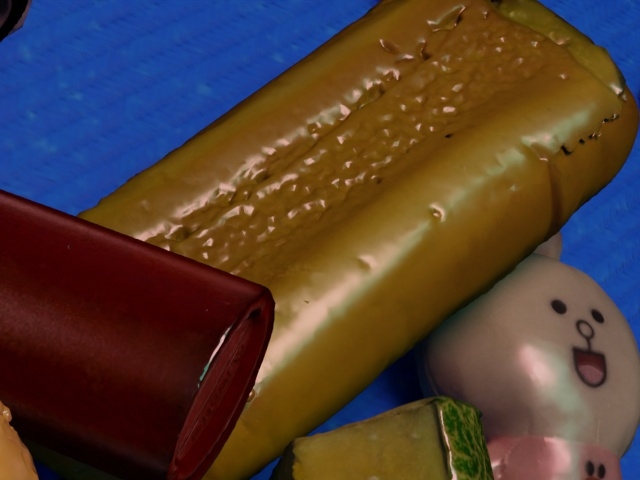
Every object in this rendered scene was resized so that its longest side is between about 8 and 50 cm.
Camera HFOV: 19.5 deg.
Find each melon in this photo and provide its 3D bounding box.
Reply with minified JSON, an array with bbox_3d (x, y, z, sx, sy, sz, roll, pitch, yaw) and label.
[{"bbox_3d":[0.015,0.241,0.828,0.124,0.196,0.323,7,65,-1],"label":"melon"}]

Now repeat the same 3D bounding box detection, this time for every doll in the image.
[{"bbox_3d":[0.117,0.102,1.020,0.155,0.113,0.275,9,49,-28],"label":"doll"}]

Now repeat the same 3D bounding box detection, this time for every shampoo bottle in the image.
[{"bbox_3d":[-0.157,0.023,0.823,0.260,0.064,0.102,19,69,17],"label":"shampoo bottle"}]

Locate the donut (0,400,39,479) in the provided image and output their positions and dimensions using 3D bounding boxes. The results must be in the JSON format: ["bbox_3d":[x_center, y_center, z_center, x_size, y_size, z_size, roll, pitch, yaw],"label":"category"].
[{"bbox_3d":[-0.256,0.123,0.628,0.378,0.163,0.435,-36,101,-44],"label":"donut"}]

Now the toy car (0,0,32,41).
[{"bbox_3d":[-0.289,-0.136,0.886,0.193,0.118,0.301,46,46,16],"label":"toy car"}]

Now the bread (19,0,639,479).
[{"bbox_3d":[0.000,0.000,0.955,0.166,0.112,0.383,38,58,24],"label":"bread"}]
